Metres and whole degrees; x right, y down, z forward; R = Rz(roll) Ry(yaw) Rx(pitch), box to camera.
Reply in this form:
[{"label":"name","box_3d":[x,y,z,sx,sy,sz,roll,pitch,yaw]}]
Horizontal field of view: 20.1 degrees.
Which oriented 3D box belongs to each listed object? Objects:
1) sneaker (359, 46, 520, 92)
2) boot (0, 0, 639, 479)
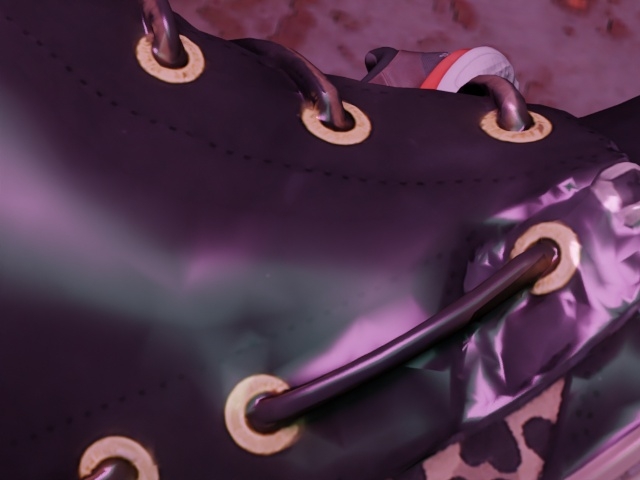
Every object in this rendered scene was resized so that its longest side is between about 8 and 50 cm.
[{"label":"sneaker","box_3d":[0.000,0.000,0.542,0.064,0.061,0.158,17,53,33]},{"label":"boot","box_3d":[-0.032,-0.037,0.421,0.377,0.138,0.284,-36,91,-4]}]
